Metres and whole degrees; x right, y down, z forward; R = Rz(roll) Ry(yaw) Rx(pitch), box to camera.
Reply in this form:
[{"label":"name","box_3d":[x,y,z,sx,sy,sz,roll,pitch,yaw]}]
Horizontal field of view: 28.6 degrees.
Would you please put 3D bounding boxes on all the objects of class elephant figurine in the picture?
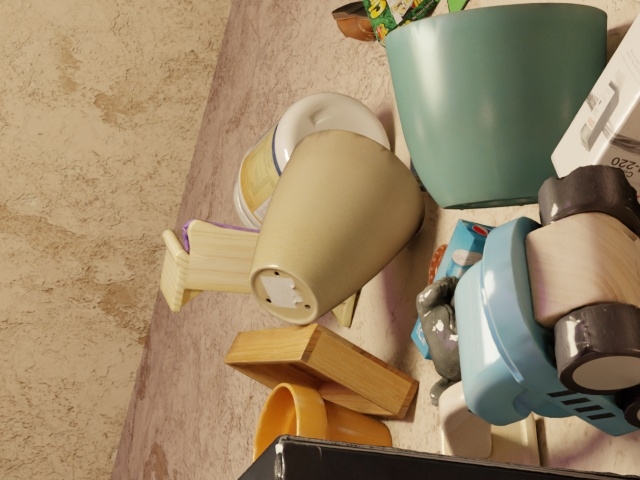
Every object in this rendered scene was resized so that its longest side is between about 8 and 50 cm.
[{"label":"elephant figurine","box_3d":[0.250,0.092,1.672,0.239,0.169,0.186,-23,85,48]}]

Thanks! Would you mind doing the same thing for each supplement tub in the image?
[{"label":"supplement tub","box_3d":[-0.026,-0.127,2.401,0.316,0.228,0.228,144,134,-62]}]

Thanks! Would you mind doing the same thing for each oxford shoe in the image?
[{"label":"oxford shoe","box_3d":[0.102,-0.432,2.488,0.212,0.076,0.076,18,134,62]}]

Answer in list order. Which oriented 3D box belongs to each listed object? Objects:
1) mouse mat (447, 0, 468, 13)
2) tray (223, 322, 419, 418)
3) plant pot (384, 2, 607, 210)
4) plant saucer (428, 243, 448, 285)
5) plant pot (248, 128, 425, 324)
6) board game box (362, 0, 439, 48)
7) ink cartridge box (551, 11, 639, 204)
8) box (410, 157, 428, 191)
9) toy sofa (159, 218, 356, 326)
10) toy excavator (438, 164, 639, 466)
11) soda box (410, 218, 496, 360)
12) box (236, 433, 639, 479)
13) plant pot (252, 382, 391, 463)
[{"label":"mouse mat","box_3d":[0.260,-0.488,2.157,0.190,0.007,0.153,125,149,-45]},{"label":"tray","box_3d":[-0.010,0.226,2.185,0.076,0.202,0.411,-63,16,-14]},{"label":"plant pot","box_3d":[0.240,-0.163,1.653,0.293,0.293,0.235,167,98,-68]},{"label":"plant saucer","box_3d":[0.198,0.047,2.013,0.083,0.013,0.084,-169,90,-71]},{"label":"plant pot","box_3d":[0.000,0.000,2.067,0.274,0.256,0.256,-55,3,-38]},{"label":"board game box","box_3d":[0.140,-0.475,2.371,0.136,0.030,0.260,-44,34,21]},{"label":"ink cartridge box","box_3d":[0.383,-0.133,1.404,0.092,0.158,0.218,-101,30,-46]},{"label":"box","box_3d":[0.202,-0.133,2.035,0.207,0.036,0.114,-169,77,-70]},{"label":"toy sofa","box_3d":[-0.109,0.043,2.339,0.150,0.362,0.177,-134,52,-67]},{"label":"toy excavator","box_3d":[0.245,0.147,1.474,0.445,0.433,0.222,-22,53,33]},{"label":"soda box","box_3d":[0.210,0.078,1.886,0.071,0.067,0.210,-117,43,-60]},{"label":"box","box_3d":[0.087,0.459,1.414,0.480,0.471,0.297,127,148,-51]},{"label":"plant pot","box_3d":[0.009,0.353,2.097,0.205,0.188,0.205,-168,90,-69]}]
